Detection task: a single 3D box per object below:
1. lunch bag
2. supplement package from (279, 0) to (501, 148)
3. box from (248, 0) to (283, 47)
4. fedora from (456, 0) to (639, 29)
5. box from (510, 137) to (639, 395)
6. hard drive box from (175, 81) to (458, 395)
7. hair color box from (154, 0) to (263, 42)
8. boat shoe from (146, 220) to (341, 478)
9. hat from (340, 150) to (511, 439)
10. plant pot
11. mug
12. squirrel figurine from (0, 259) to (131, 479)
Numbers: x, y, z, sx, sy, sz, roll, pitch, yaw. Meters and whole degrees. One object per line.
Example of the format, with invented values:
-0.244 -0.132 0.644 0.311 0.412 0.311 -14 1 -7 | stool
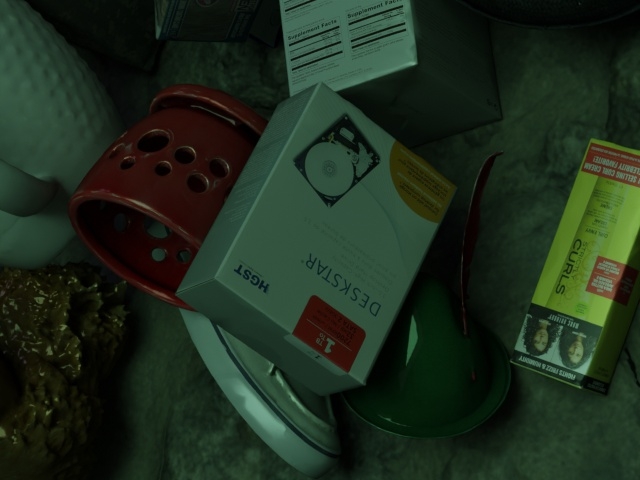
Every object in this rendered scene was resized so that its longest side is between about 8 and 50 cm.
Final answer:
-0.334 -0.332 2.020 0.287 0.235 0.169 25 86 35 | lunch bag
0.067 -0.221 1.771 0.149 0.194 0.203 -16 69 27 | supplement package
-0.092 -0.302 1.963 0.137 0.072 0.126 26 93 33 | box
0.234 -0.362 1.639 0.334 0.152 0.334 2 76 -9 | fedora
0.266 0.025 1.668 0.087 0.058 0.232 21 89 34 | box
0.000 0.000 1.640 0.089 0.181 0.232 -21 38 58 | hard drive box
-0.121 -0.401 1.842 0.105 0.174 0.347 0 77 -11 | hair color box
-0.045 0.070 1.818 0.156 0.136 0.367 -42 51 12 | boat shoe
0.099 0.054 1.657 0.173 0.183 0.208 -3 42 -3 | hat
-0.129 -0.050 1.735 0.191 0.191 0.174 14 61 33 | plant pot
-0.370 -0.120 1.778 0.276 0.328 0.374 -51 14 5 | mug
-0.417 0.123 1.945 0.370 0.397 0.281 -103 22 -53 | squirrel figurine
